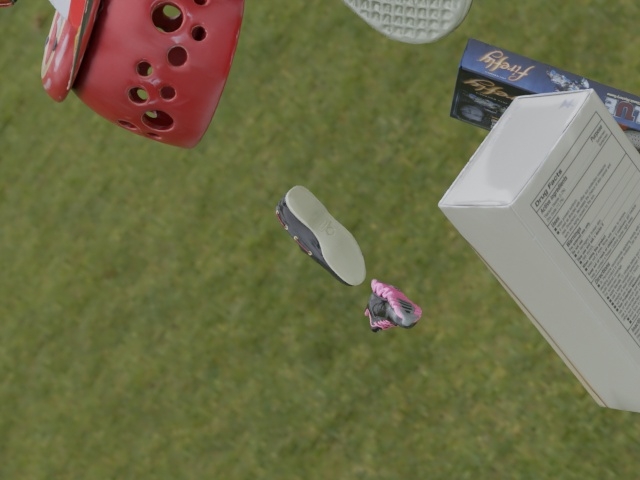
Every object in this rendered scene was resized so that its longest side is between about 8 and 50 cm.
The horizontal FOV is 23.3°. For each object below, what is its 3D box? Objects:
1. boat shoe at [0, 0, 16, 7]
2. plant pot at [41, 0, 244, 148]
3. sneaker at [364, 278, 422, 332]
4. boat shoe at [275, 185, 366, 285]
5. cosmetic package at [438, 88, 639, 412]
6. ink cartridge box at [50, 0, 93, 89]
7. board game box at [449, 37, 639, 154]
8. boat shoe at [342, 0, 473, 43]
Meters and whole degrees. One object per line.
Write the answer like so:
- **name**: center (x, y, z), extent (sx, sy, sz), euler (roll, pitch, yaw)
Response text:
- **boat shoe**: center (-0.339, -0.217, 1.404), extent (0.137, 0.049, 0.043), euler (1, 68, 8)
- **plant pot**: center (-0.185, -0.208, 1.597), extent (0.191, 0.174, 0.191), euler (-163, 90, -73)
- **sneaker**: center (0.082, 0.089, 1.847), extent (0.057, 0.047, 0.119), euler (-62, 19, 7)
- **boat shoe**: center (0.001, -0.001, 1.752), extent (0.049, 0.133, 0.042), euler (-39, -1, -37)
- **cosmetic package**: center (0.274, 0.016, 1.536), extent (0.160, 0.309, 0.113), euler (-52, 27, -23)
- **ink cartridge box**: center (-0.179, -0.247, 1.146), extent (0.224, 0.056, 0.181), euler (-86, 11, -51)
- **board game box**: center (0.276, -0.149, 1.813), extent (0.165, 0.243, 0.042), euler (86, -154, -74)
- **boat shoe**: center (0.023, -0.438, 1.624), extent (0.187, 0.500, 0.156), euler (-33, -3, 32)
